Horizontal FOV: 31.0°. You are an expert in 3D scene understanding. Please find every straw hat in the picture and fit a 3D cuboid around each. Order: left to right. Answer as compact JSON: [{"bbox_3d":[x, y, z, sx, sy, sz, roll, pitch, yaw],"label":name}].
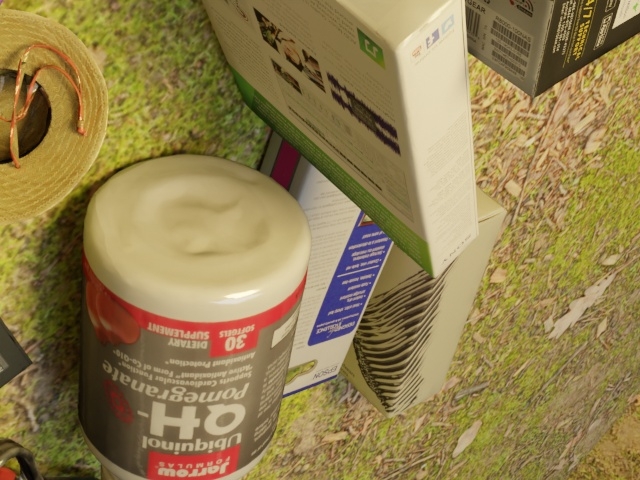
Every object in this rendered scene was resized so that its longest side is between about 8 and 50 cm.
[{"bbox_3d":[-0.210,-0.081,0.760,0.144,0.144,0.061,-47,-169,-2],"label":"straw hat"}]

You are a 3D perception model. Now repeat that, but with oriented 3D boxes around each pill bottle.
[{"bbox_3d":[-0.115,0.101,0.974,0.176,0.176,0.318,-24,141,-35],"label":"pill bottle"}]

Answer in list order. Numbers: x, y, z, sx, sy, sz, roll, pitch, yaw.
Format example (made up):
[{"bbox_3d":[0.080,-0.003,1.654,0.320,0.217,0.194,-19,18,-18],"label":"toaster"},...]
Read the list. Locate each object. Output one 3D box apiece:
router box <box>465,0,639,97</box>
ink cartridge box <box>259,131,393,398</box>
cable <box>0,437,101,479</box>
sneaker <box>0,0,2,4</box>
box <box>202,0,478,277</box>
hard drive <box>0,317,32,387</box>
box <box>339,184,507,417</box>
[{"bbox_3d":[0.113,-0.247,0.747,0.243,0.309,0.081,-32,147,-27],"label":"router box"},{"bbox_3d":[0.000,0.000,1.118,0.175,0.069,0.371,-14,132,-45],"label":"ink cartridge box"},{"bbox_3d":[-0.274,0.218,1.036,0.139,0.072,0.287,-52,160,11],"label":"cable"},{"bbox_3d":[-0.166,-0.205,0.661,0.236,0.095,0.104,-59,155,15],"label":"sneaker"},{"bbox_3d":[0.006,-0.123,0.789,0.058,0.232,0.322,-42,157,-11],"label":"box"},{"bbox_3d":[-0.299,0.111,0.902,0.135,0.022,0.094,-39,148,-17],"label":"hard drive"},{"bbox_3d":[0.101,0.055,1.263,0.094,0.113,0.275,-21,138,-36],"label":"box"}]
